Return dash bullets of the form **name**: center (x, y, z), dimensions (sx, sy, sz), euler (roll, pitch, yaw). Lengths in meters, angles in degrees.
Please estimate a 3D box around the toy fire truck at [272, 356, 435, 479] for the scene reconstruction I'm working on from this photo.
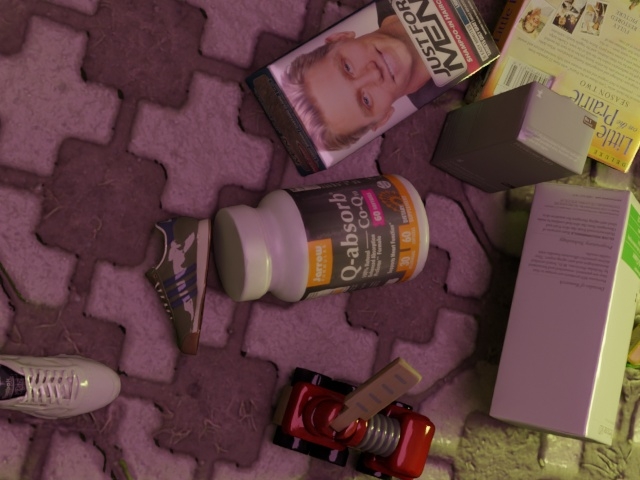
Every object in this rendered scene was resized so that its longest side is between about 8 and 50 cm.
- **toy fire truck**: center (0.077, 0.248, 1.593), dimensions (0.217, 0.246, 0.159), euler (22, 79, -20)

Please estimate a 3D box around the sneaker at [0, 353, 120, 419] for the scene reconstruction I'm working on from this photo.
- **sneaker**: center (-0.372, 0.190, 1.489), dimensions (0.235, 0.095, 0.090), euler (6, 84, -24)

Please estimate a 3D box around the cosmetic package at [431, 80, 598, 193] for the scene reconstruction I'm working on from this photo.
- **cosmetic package**: center (0.286, -0.149, 1.705), dimensions (0.127, 0.238, 0.107), euler (25, 78, -19)

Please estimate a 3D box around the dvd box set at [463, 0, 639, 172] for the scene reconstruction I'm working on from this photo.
- **dvd box set**: center (0.444, -0.352, 1.805), dimensions (0.307, 0.062, 0.421), euler (19, 99, -21)

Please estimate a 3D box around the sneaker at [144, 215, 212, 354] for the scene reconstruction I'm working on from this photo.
- **sneaker**: center (-0.202, 0.059, 1.590), dimensions (0.086, 0.064, 0.192), euler (6, 94, -3)

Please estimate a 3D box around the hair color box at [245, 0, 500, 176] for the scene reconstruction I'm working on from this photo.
- **hair color box**: center (0.082, -0.257, 1.697), dimensions (0.347, 0.105, 0.174), euler (-35, 100, -20)

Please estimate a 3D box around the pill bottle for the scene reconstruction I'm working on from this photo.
- **pill bottle**: center (0.000, 0.000, 1.619), dimensions (0.278, 0.162, 0.162), euler (-10, 91, -23)

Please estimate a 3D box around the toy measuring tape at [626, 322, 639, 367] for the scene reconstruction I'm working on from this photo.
- **toy measuring tape**: center (0.534, 0.217, 1.868), dimensions (0.121, 0.121, 0.330), euler (45, 80, -15)

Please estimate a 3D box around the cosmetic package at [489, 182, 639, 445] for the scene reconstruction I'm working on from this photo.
- **cosmetic package**: center (0.384, 0.114, 1.742), dimensions (0.197, 0.155, 0.366), euler (26, 74, -62)
